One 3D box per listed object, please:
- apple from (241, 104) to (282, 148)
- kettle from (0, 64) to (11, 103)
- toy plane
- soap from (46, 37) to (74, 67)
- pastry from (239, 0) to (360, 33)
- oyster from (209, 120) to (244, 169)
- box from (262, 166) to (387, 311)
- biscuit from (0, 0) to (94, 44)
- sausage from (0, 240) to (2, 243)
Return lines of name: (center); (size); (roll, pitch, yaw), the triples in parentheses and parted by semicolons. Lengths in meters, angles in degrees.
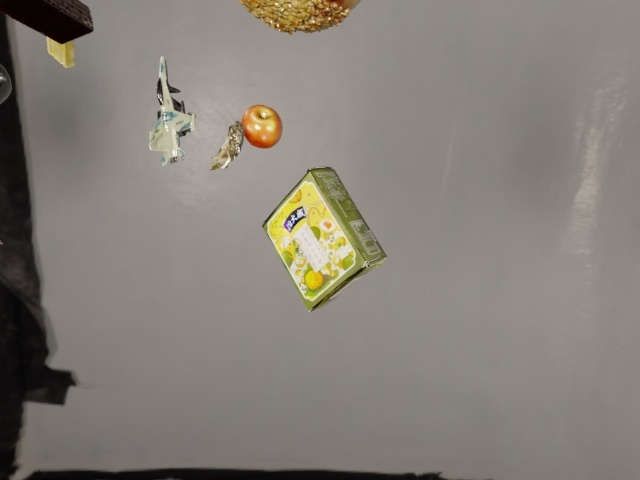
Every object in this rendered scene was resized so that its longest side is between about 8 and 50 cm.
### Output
apple: (-0.218, -0.423, 1.859); (0.139, 0.163, 0.164); (110, 160, -55)
kettle: (-1.068, -0.445, 1.439); (0.290, 0.268, 0.208); (-44, -48, -46)
toy plane: (-0.368, -0.319, 1.224); (0.192, 0.088, 0.262); (-5, 81, 40)
soap: (-0.761, -0.640, 1.443); (0.037, 0.092, 0.252); (-39, -18, -43)
pastry: (-0.068, -0.723, 1.310); (0.409, 0.409, 0.245); (123, 162, -71)
oyster: (-0.208, -0.221, 1.152); (0.103, 0.051, 0.148); (-15, 57, 56)
box: (0.000, 0.000, 1.855); (0.373, 0.138, 0.420); (-44, 69, 41)
biscuit: (-0.666, -0.545, 1.079); (0.388, 0.107, 0.073); (5, -110, -77)
sausage: (-0.736, -0.008, 1.059); (0.015, 0.100, 0.015); (-32, 47, 43)
